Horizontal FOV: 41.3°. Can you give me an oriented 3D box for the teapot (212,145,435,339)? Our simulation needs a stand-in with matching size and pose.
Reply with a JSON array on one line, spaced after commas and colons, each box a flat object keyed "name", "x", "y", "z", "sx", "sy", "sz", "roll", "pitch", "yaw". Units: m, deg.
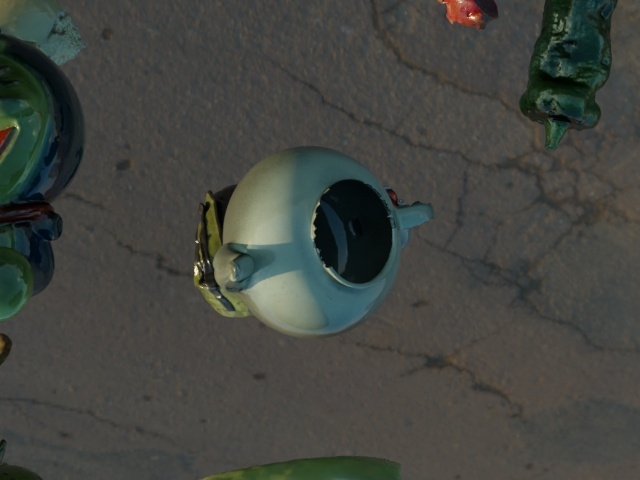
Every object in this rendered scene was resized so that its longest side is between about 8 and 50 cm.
[{"name": "teapot", "x": 0.000, "y": 0.000, "z": 0.840, "sx": 0.294, "sy": 0.193, "sz": 0.129, "roll": -16, "pitch": -177, "yaw": -39}]

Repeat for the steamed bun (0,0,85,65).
[{"name": "steamed bun", "x": -0.603, "y": -0.401, "z": 1.691, "sx": 0.225, "sy": 0.170, "sz": 0.200, "roll": -39, "pitch": 132, "yaw": -15}]

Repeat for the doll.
[{"name": "doll", "x": -0.348, "y": -0.075, "z": 0.880, "sx": 0.199, "sy": 0.321, "sz": 0.186, "roll": 2, "pitch": 176, "yaw": 8}]

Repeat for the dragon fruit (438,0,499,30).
[{"name": "dragon fruit", "x": 0.239, "y": -0.390, "z": 1.394, "sx": 0.068, "sy": 0.126, "sz": 0.112, "roll": -31, "pitch": 110, "yaw": 33}]

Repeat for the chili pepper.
[{"name": "chili pepper", "x": 0.303, "y": -0.240, "z": 1.026, "sx": 0.099, "sy": 0.270, "sz": 0.136, "roll": 9, "pitch": 178, "yaw": -8}]

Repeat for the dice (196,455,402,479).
[{"name": "dice", "x": -0.018, "y": 0.342, "z": 0.748, "sx": 0.255, "sy": 0.252, "sz": 0.249, "roll": -8, "pitch": 152, "yaw": -9}]

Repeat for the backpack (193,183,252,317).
[{"name": "backpack", "x": -0.115, "y": 0.007, "z": 1.436, "sx": 0.207, "sy": 0.253, "sz": 0.140, "roll": -6, "pitch": 140, "yaw": 19}]

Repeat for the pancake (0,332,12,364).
[{"name": "pancake", "x": -0.395, "y": 0.131, "z": 0.930, "sx": 0.115, "sy": 0.115, "sz": 0.011, "roll": -7, "pitch": 115, "yaw": -3}]

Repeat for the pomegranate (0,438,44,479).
[{"name": "pomegranate", "x": -0.428, "y": 0.360, "z": 1.098, "sx": 0.182, "sy": 0.224, "sz": 0.181, "roll": -14, "pitch": 121, "yaw": -25}]

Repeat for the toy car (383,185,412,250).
[{"name": "toy car", "x": 0.127, "y": -0.023, "z": 1.658, "sx": 0.112, "sy": 0.112, "sz": 0.139, "roll": -36, "pitch": 148, "yaw": -26}]
